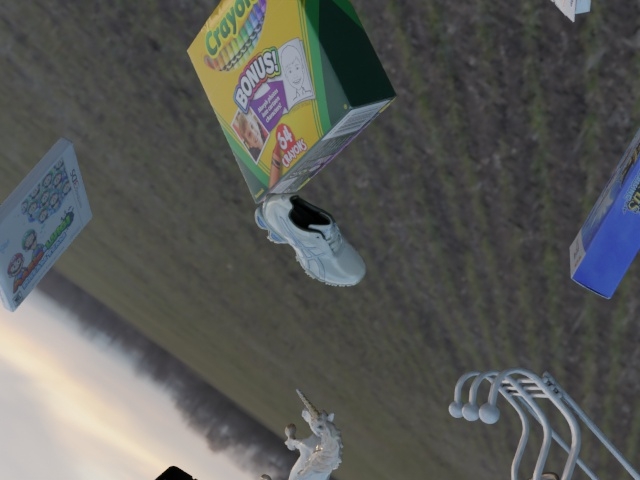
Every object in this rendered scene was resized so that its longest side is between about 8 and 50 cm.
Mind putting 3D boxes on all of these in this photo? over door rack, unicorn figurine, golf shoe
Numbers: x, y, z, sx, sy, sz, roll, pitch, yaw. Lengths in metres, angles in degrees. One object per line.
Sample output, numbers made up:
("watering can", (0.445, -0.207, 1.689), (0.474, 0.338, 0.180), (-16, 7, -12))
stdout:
("over door rack", (0.266, 0.244, 1.076), (0.324, 0.108, 0.239), (36, 174, 3))
("unicorn figurine", (-0.013, 0.193, 0.975), (0.060, 0.162, 0.111), (5, -174, -14))
("golf shoe", (0.000, 0.000, 1.474), (0.176, 0.069, 0.086), (35, 154, -22))

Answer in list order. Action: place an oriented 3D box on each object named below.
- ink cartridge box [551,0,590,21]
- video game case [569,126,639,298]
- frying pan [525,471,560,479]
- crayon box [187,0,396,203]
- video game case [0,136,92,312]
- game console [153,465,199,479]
("ink cartridge box", (0.256, -0.264, 1.173), (0.083, 0.028, 0.048), (-113, 14, -50))
("video game case", (0.420, -0.072, 1.513), (0.061, 0.269, 0.244), (29, -167, 6))
("frying pan", (0.152, 0.369, 1.247), (0.053, 0.326, 0.197), (50, 152, 2))
("crayon box", (-0.062, -0.281, 1.907), (0.363, 0.106, 0.313), (-40, 72, 54))
("video game case", (-0.316, -0.016, 1.275), (0.019, 0.157, 0.143), (25, 149, 16))
("game console", (-0.199, 0.384, 1.573), (0.107, 0.071, 0.122), (29, -158, 12))
